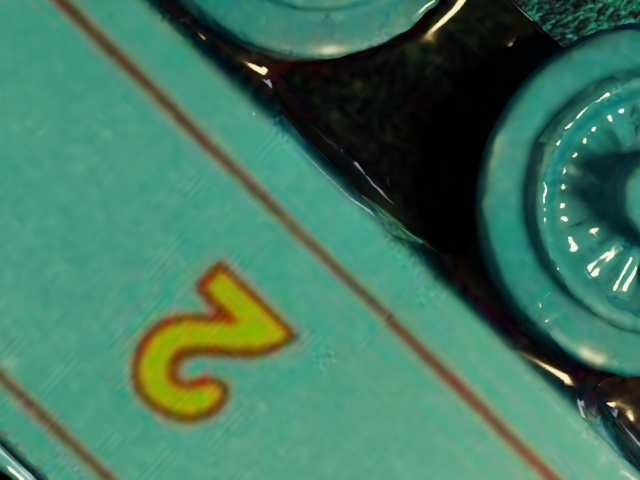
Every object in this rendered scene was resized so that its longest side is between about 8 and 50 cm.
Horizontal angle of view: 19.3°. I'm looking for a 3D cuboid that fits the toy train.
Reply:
[{"bbox_3d":[0.000,0.000,0.622,0.300,0.265,0.188,43,-1,-2],"label":"toy train"}]
